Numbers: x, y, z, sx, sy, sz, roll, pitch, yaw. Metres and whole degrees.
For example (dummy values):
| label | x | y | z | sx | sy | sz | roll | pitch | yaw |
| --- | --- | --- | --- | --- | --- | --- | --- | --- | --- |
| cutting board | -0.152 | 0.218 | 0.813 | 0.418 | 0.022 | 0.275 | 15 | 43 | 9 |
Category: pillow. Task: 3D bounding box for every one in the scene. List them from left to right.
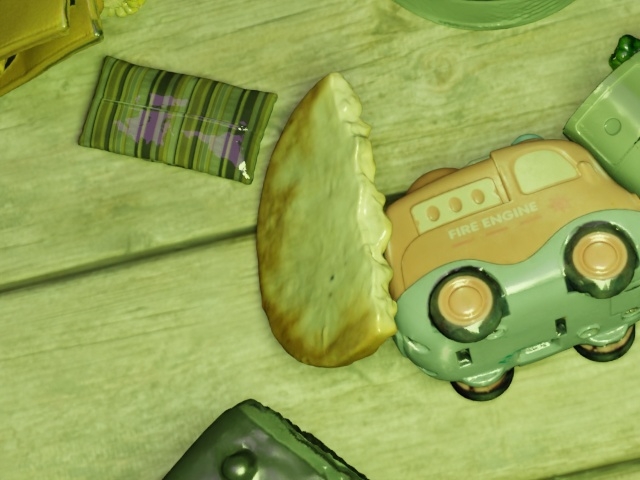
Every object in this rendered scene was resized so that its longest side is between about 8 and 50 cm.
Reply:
| label | x | y | z | sx | sy | sz | roll | pitch | yaw |
| --- | --- | --- | --- | --- | --- | --- | --- | --- | --- |
| pillow | -0.157 | -0.133 | 1.789 | 0.203 | 0.038 | 0.113 | 12 | 75 | 9 |

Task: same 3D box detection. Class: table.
| label | x | y | z | sx | sy | sz | roll | pitch | yaw |
| --- | --- | --- | --- | --- | --- | --- | --- | --- | --- |
| table | 0.366 | -0.076 | 1.653 | 0.126 | 0.126 | 0.220 | -43 | 79 | -7 |

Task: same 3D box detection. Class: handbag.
| label | x | y | z | sx | sy | sz | roll | pitch | yaw |
| --- | --- | --- | --- | --- | --- | --- | --- | --- | --- |
| handbag | -0.321 | -0.365 | 1.773 | 0.283 | 0.133 | 0.400 | -18 | 65 | 46 |

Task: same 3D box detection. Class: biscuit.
| label | x | y | z | sx | sy | sz | roll | pitch | yaw |
| --- | --- | --- | --- | --- | --- | --- | --- | --- | --- |
| biscuit | 0.000 | 0.000 | 1.664 | 0.040 | 0.204 | 0.309 | 11 | 55 | -32 |

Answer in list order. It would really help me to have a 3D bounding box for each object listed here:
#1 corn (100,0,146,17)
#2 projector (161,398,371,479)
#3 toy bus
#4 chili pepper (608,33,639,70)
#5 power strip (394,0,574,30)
| label | x | y | z | sx | sy | sz | roll | pitch | yaw |
| --- | --- | --- | --- | --- | --- | --- | --- | --- | --- |
| corn | -0.235 | -0.371 | 1.841 | 0.093 | 0.093 | 0.244 | -3 | 72 | 6 |
| projector | -0.037 | 0.413 | 1.506 | 0.395 | 0.242 | 0.405 | 37 | 80 | 16 |
| toy bus | 0.194 | 0.014 | 1.638 | 0.288 | 0.194 | 0.232 | -21 | 60 | 1 |
| chili pepper | 0.387 | -0.154 | 1.727 | 0.073 | 0.050 | 0.182 | -38 | 75 | -13 |
| power strip | 0.185 | -0.404 | 1.763 | 0.358 | 0.161 | 0.357 | -1 | 74 | 5 |
